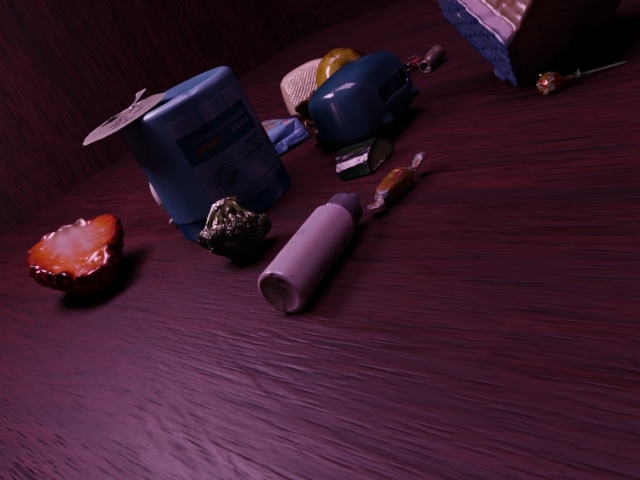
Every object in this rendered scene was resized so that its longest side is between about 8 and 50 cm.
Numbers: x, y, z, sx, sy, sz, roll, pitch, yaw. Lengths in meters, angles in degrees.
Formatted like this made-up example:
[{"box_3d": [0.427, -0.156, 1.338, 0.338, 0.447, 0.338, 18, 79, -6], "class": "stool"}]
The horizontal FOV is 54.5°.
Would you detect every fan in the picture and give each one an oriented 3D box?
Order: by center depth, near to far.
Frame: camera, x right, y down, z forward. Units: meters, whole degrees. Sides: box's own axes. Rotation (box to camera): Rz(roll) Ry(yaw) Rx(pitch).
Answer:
[{"box_3d": [-0.484, -0.337, 1.598, 0.233, 0.012, 0.415, -24, 26, 8], "class": "fan"}]

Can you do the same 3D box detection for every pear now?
[{"box_3d": [0.081, -0.520, 2.007, 0.197, 0.197, 0.197, -23, 24, 11], "class": "pear"}]

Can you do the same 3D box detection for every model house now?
[{"box_3d": [0.496, -0.623, 1.483, 0.445, 0.400, 0.395, -20, 55, -26], "class": "model house"}]

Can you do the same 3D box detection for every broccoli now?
[{"box_3d": [-0.192, -0.020, 1.345, 0.162, 0.138, 0.145, -24, -14, 32], "class": "broccoli"}]

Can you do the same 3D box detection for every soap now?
[{"box_3d": [-0.172, -0.335, 2.036, 0.156, 0.077, 0.293, -38, 25, -22], "class": "soap"}]

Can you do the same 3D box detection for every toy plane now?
[{"box_3d": [0.336, -0.600, 2.076, 0.145, 0.037, 0.060, -24, 27, 14], "class": "toy plane"}]

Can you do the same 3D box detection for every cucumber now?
[{"box_3d": [0.100, -0.202, 1.486, 0.115, 0.062, 0.116, -13, 26, 39], "class": "cucumber"}]

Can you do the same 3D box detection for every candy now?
[{"box_3d": [0.154, -0.112, 1.259, 0.053, 0.046, 0.182, 9, 48, 50], "class": "candy"}, {"box_3d": [0.560, -0.357, 1.337, 0.184, 0.049, 0.056, -13, 56, 17], "class": "candy"}]

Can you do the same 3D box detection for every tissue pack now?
[{"box_3d": [0.123, -0.374, 1.636, 0.206, 0.198, 0.287, -10, 27, 39], "class": "tissue pack"}]

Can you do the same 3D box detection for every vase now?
[{"box_3d": [0.356, -0.579, 1.991, 0.053, 0.053, 0.101, -2, 38, 46], "class": "vase"}]

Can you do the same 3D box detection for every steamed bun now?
[{"box_3d": [-0.014, -0.539, 2.191, 0.238, 0.170, 0.152, -21, 5, 17], "class": "steamed bun"}]

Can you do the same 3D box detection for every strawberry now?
[{"box_3d": [-0.623, 0.064, 1.648, 0.265, 0.149, 0.336, -29, 32, -20], "class": "strawberry"}]

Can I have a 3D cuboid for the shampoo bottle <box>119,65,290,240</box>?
[{"box_3d": [-0.299, -0.230, 1.623, 0.331, 0.343, 0.331, -24, 23, 11], "class": "shampoo bottle"}]

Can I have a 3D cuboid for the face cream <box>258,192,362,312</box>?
[{"box_3d": [0.000, 0.000, 1.136, 0.092, 0.092, 0.311, -9, 31, 37], "class": "face cream"}]

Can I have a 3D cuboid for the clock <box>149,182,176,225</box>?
[{"box_3d": [-0.432, -0.149, 1.793, 0.062, 0.191, 0.151, -21, 24, 16], "class": "clock"}]

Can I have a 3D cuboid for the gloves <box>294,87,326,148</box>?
[{"box_3d": [0.012, -0.369, 1.816, 0.141, 0.154, 0.331, -28, 16, 4], "class": "gloves"}]
